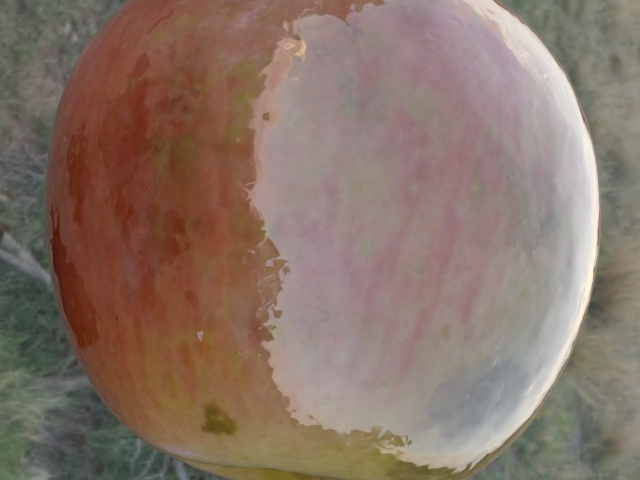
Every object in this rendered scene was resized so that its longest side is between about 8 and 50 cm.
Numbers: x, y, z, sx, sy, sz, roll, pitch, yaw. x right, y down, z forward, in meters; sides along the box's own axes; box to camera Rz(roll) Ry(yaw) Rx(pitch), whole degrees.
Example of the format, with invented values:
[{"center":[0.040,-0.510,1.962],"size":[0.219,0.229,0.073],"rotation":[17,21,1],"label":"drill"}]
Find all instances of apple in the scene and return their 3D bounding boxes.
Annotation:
[{"center":[0.000,0.000,0.651],"size":[0.364,0.363,0.364],"rotation":[27,59,-58],"label":"apple"}]
